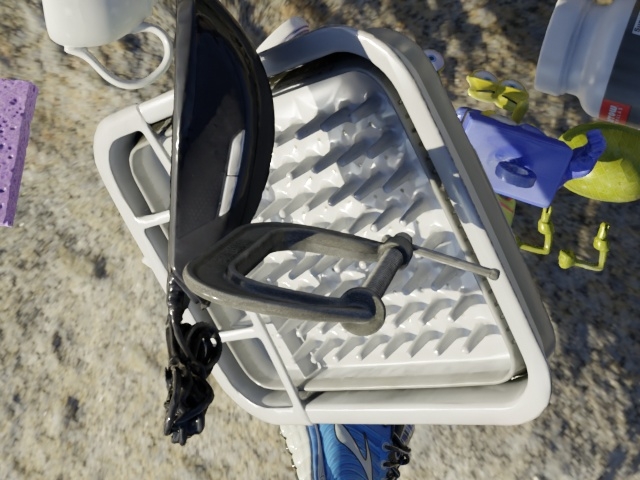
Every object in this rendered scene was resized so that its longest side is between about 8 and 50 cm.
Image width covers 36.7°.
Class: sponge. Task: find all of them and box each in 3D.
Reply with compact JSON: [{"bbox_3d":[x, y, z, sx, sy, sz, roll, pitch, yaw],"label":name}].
[{"bbox_3d":[-0.474,-0.128,1.360,0.117,0.031,0.210,6,80,9],"label":"sponge"}]

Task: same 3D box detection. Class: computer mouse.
[{"bbox_3d":[-0.065,-0.020,0.599,0.060,0.184,0.262,2,95,-8],"label":"computer mouse"}]

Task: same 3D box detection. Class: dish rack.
[{"bbox_3d":[0.000,0.000,0.691,0.072,0.333,0.285,-39,109,-39],"label":"dish rack"}]

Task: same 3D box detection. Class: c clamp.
[{"bbox_3d":[0.012,0.013,0.476,0.137,0.161,0.022,15,107,15],"label":"c clamp"}]

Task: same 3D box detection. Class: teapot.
[{"bbox_3d":[-0.294,-0.387,1.355,0.187,0.252,0.256,-3,143,-11],"label":"teapot"}]

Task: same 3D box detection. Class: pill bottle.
[{"bbox_3d":[0.554,-0.282,1.588,0.363,0.210,0.210,18,98,16],"label":"pill bottle"}]

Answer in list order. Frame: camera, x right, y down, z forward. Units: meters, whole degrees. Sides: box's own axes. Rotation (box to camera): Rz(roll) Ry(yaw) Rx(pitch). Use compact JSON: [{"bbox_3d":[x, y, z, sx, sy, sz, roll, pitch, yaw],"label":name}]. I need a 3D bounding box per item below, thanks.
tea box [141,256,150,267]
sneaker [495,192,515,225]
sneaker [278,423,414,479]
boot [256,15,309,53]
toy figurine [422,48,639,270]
[{"bbox_3d":[-0.051,0.014,1.465,0.329,0.323,0.220,35,69,-14],"label":"tea box"},{"bbox_3d":[0.203,-0.077,1.424,0.208,0.081,0.094,36,72,-16],"label":"sneaker"},{"bbox_3d":[0.048,0.251,1.074,0.147,0.130,0.330,-23,63,-2],"label":"sneaker"},{"bbox_3d":[-0.052,-0.147,1.059,0.086,0.069,0.190,42,110,10],"label":"boot"},{"bbox_3d":[0.196,-0.058,0.981,0.362,0.217,0.191,19,104,-7],"label":"toy figurine"}]
